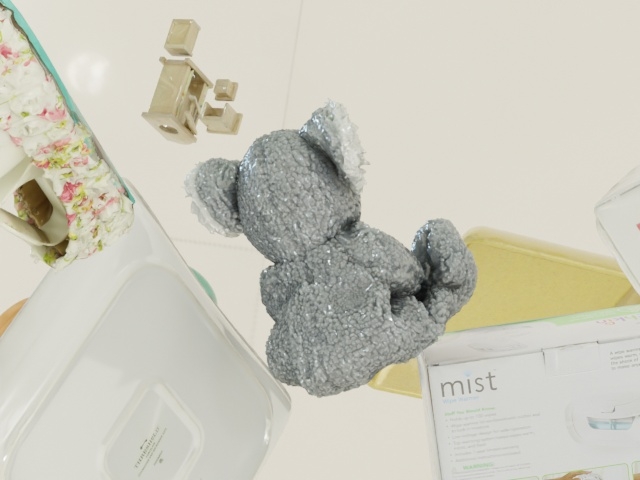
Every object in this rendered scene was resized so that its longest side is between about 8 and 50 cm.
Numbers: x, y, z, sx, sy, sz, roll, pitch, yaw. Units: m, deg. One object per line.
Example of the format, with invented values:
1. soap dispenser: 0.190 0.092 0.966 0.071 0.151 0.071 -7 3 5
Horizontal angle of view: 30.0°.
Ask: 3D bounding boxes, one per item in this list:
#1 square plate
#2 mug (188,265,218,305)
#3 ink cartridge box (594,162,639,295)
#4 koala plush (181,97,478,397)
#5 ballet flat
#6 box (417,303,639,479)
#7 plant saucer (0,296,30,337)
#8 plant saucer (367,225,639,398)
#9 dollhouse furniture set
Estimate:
1. square plate: -0.162 0.181 1.061 0.049 0.344 0.347 1 48 38
2. mug: -0.202 0.098 1.611 0.129 0.158 0.097 17 48 18
3. ink cartridge box: 0.377 -0.012 0.797 0.131 0.306 0.226 -35 93 -45
4. koala plush: 0.000 0.000 1.026 0.196 0.203 0.221 -19 103 24
5. ballet flat: -0.165 -0.049 0.667 0.091 0.241 0.077 36 74 25
6. box: 0.234 0.193 1.125 0.262 0.127 0.231 -9 98 0
7. plant saucer: -0.429 0.179 1.748 0.037 0.200 0.200 21 82 25
8. plant saucer: 0.267 0.106 1.593 0.333 0.333 0.081 13 46 -16
9. dollhouse furniture set: -0.177 -0.256 1.951 0.161 0.101 0.182 7 71 26
